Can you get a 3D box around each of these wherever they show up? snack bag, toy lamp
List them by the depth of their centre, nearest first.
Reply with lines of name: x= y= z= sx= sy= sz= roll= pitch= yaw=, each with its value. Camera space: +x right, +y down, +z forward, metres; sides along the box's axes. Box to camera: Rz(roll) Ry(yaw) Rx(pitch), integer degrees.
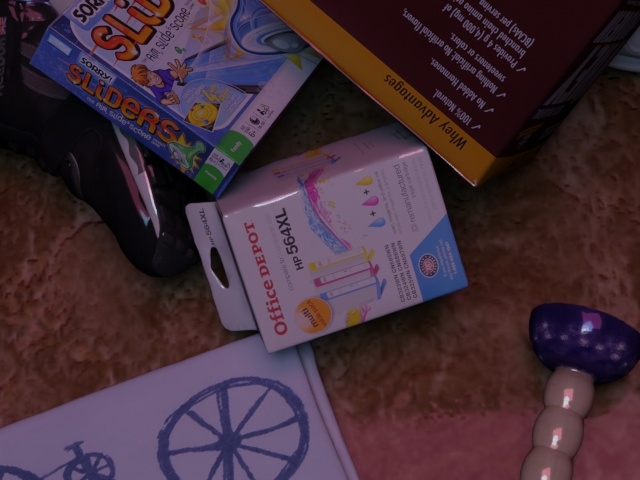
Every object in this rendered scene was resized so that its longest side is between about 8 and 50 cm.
snack bag: x=-0.104 y=0.226 z=0.927 sx=0.323 sy=0.037 sz=0.342 roll=-20 pitch=52 yaw=-7
toy lamp: x=0.118 y=0.173 z=0.955 sx=0.080 sy=0.080 sz=0.274 roll=17 pitch=70 yaw=10

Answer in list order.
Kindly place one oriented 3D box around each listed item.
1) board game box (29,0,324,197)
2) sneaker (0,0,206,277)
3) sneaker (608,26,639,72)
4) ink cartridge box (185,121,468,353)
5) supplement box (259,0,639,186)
board game box: x=-0.070 y=-0.128 z=1.042 sx=0.136 sy=0.035 sz=0.201 roll=35 pitch=42 yaw=-2
sneaker: x=-0.170 y=-0.080 z=1.079 sx=0.124 sy=0.107 sz=0.283 roll=-30 pitch=65 yaw=7
sneaker: x=0.271 y=-0.166 z=1.045 sx=0.305 sy=0.152 sz=0.114 roll=12 pitch=71 yaw=10
ink cartridge box: x=0.000 y=0.000 z=1.007 sx=0.143 sy=0.090 sz=0.092 roll=-19 pitch=106 yaw=-4
supplement box: x=0.094 y=-0.171 z=0.987 sx=0.191 sy=0.129 sz=0.194 roll=42 pitch=111 yaw=10
